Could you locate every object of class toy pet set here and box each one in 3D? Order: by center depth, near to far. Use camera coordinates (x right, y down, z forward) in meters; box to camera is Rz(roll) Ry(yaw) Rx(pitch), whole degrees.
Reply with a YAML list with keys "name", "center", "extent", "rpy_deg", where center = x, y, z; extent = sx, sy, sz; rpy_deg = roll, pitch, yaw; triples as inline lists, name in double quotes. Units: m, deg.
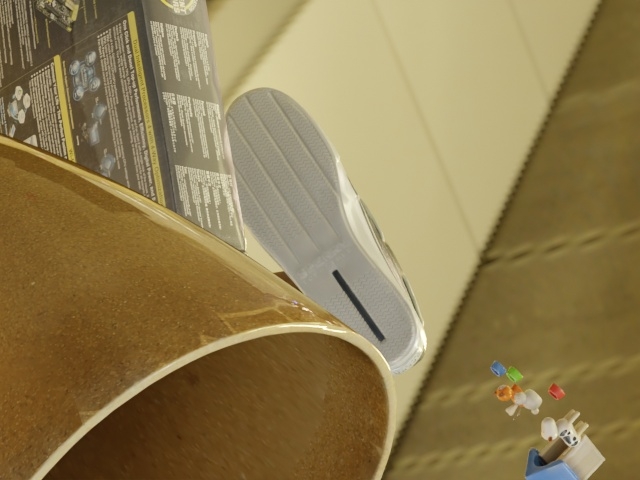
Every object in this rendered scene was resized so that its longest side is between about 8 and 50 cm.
- name: "toy pet set"
  center: [0.195, 0.180, 1.764]
  extent: [0.065, 0.114, 0.122]
  rpy_deg: [-44, -160, -12]

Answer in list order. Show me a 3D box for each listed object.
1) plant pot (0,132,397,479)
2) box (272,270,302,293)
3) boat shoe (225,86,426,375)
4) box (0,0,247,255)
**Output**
- name: "plant pot"
  center: [-0.131, 0.060, 0.939]
  extent: [0.237, 0.237, 0.254]
  rpy_deg: [-32, -127, -18]
- name: "box"
  center: [-0.170, 0.150, 2.180]
  extent: [0.381, 0.143, 0.191]
  rpy_deg: [-10, -155, 17]
- name: "boat shoe"
  center: [0.000, 0.000, 2.006]
  extent: [0.121, 0.335, 0.119]
  rpy_deg: [-29, 167, 4]
- name: "box"
  center: [-0.236, -0.119, 1.846]
  extent: [0.097, 0.395, 0.318]
  rpy_deg: [8, 153, -45]
